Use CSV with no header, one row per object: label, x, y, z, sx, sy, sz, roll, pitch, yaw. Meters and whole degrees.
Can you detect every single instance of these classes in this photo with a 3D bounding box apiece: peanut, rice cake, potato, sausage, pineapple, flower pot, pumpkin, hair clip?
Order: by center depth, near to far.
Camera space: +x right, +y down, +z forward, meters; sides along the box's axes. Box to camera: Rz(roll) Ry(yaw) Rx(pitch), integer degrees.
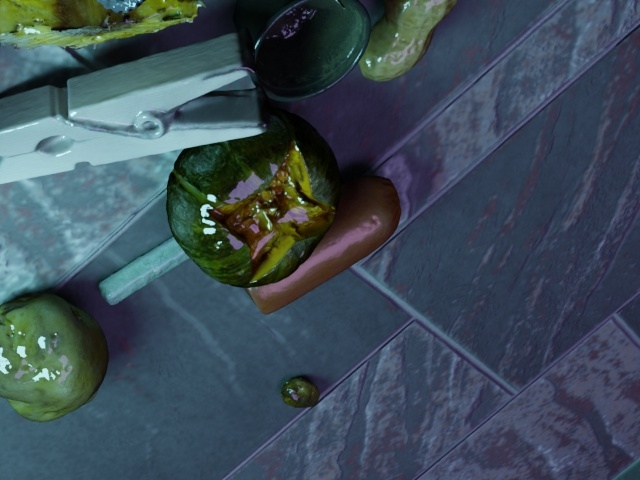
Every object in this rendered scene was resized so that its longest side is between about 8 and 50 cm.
pineapple,-0.238,-0.250,1.471,0.233,0.079,0.135,-9,179,-6
hair clip,-0.225,-0.145,1.567,0.330,0.085,0.101,-12,142,4
flower pot,-0.032,-0.258,1.641,0.157,0.107,0.157,-21,144,-16
peanut,0.109,-0.278,1.751,0.089,0.089,0.193,-1,132,-38
pumpkin,-0.089,-0.059,1.778,0.238,0.159,0.238,-13,117,-27
potato,-0.361,0.153,1.825,0.154,0.137,0.200,-8,147,15
rice cake,-0.207,0.020,1.879,0.207,0.033,0.033,-32,155,-7
sausage,0.000,0.000,1.960,0.259,0.113,0.113,-33,144,-2
potato,-0.032,0.252,2.276,0.051,0.040,0.083,-42,143,18

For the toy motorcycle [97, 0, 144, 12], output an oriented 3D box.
toy motorcycle,-0.256,-0.305,1.349,0.084,0.212,0.118,-55,165,-50
